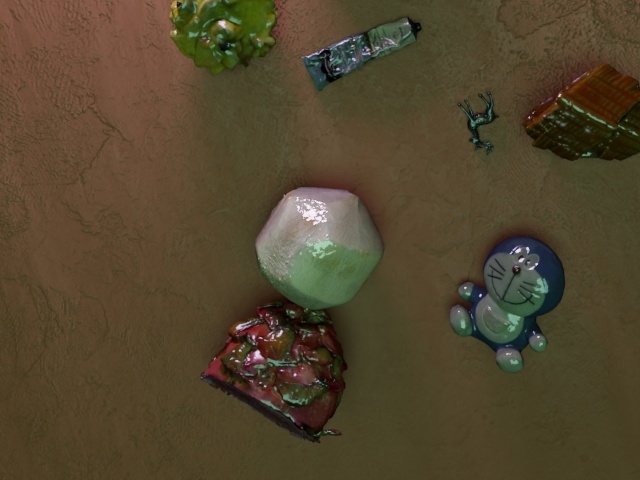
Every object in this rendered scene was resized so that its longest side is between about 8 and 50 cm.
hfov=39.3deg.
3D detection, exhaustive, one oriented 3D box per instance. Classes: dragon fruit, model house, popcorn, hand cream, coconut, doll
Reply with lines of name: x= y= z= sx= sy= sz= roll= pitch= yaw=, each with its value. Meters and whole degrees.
dragon fruit: x=-0.059 y=0.259 z=1.934 sx=0.314 sy=0.296 sz=0.263 roll=31 pitch=73 yaw=0
model house: x=0.529 y=-0.227 z=1.729 sx=0.199 sy=0.229 sz=0.219 roll=42 pitch=107 yaw=-1
popcorn: x=-0.187 y=-0.429 z=1.771 sx=0.218 sy=0.169 sz=0.189 roll=-22 pitch=103 yaw=16
hand cream: x=0.089 y=-0.386 z=1.825 sx=0.248 sy=0.052 sz=0.075 roll=-22 pitch=80 yaw=18
coconut: x=0.000 y=0.000 z=1.843 sx=0.245 sy=0.245 sz=0.247 roll=31 pitch=107 yaw=-4
doll: x=0.404 y=0.120 z=1.873 sx=0.228 sy=0.154 sz=0.258 roll=39 pitch=124 yaw=32

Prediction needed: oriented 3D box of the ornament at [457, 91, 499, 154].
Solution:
ornament: x=0.334 y=-0.237 z=1.847 sx=0.073 sy=0.028 sz=0.125 roll=-18 pitch=102 yaw=11
